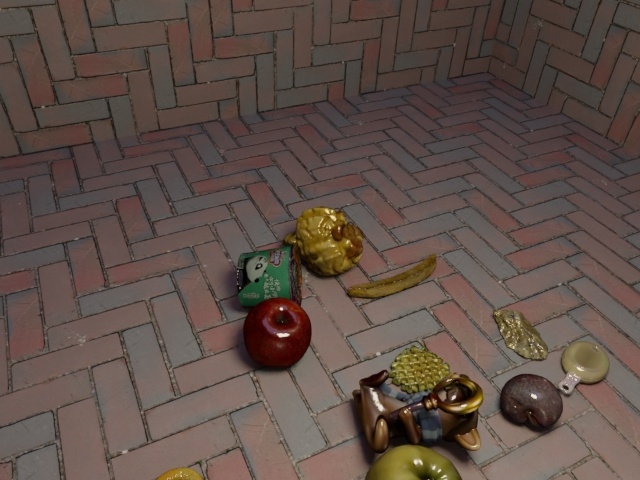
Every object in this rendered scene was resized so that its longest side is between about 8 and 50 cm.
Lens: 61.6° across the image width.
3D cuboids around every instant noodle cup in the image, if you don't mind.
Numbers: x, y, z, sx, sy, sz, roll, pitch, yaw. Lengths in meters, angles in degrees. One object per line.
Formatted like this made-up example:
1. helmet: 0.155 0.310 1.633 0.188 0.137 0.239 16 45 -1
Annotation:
1. instant noodle cup: -0.174 0.133 1.841 0.190 0.251 0.251 -3 39 6

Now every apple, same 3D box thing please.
1. apple: -0.134 0.287 1.669 0.219 0.201 0.218 4 44 -4
2. apple: 0.229 0.621 1.266 0.263 0.262 0.262 2 39 -1

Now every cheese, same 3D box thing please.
1. cheese: 0.815 0.406 1.689 0.137 0.064 0.228 32 49 33

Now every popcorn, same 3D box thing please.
1. popcorn: 0.000 0.000 1.996 0.333 0.264 0.225 7 40 34

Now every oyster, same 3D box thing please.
1. oyster: 0.679 0.308 1.797 0.133 0.071 0.209 -7 42 -8

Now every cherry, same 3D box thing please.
1. cherry: 0.615 0.457 1.554 0.176 0.139 0.176 -4 25 2

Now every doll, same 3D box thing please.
1. doll: 0.261 0.451 1.457 0.340 0.208 0.318 1 0 0

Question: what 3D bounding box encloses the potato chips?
1. potato chips: 0.287 0.146 1.981 0.407 0.057 0.080 -19 38 -25

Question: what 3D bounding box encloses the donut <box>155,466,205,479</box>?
1. donut: -0.357 0.638 1.345 0.152 0.058 0.151 0 41 0

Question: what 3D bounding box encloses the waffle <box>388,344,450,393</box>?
1. waffle: 0.308 0.407 1.680 0.169 0.036 0.184 28 44 31
